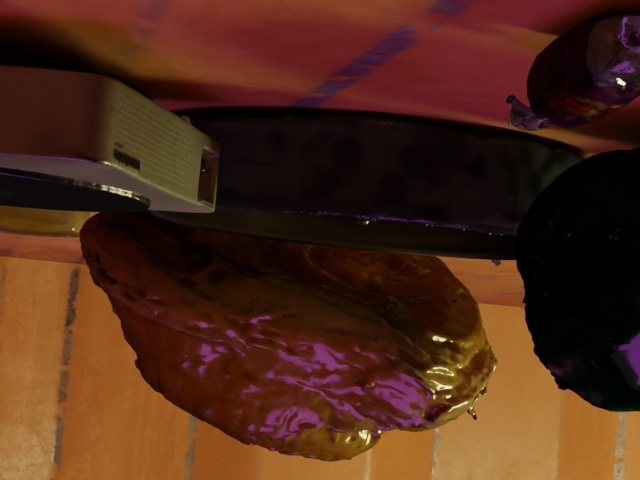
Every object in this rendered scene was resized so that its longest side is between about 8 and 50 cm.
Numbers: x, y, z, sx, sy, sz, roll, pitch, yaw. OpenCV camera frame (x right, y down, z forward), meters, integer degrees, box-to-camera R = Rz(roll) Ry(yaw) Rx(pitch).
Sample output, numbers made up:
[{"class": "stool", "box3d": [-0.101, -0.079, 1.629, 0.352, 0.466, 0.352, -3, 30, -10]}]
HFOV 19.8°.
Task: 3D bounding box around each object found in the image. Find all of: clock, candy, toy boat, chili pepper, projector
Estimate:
[{"class": "clock", "box3d": [0.033, -0.035, 1.299, 0.325, 0.067, 0.325, 5, 176, 0]}, {"class": "candy", "box3d": [0.125, -0.077, 0.822, 0.045, 0.043, 0.175, 8, 171, -13]}, {"class": "toy boat", "box3d": [-0.307, -0.038, 1.709, 0.200, 0.057, 0.077, 8, -179, -34]}, {"class": "chili pepper", "box3d": [0.201, 0.023, 1.140, 0.173, 0.165, 0.261, -28, 179, -20]}, {"class": "projector", "box3d": [-0.208, -0.067, 1.061, 0.259, 0.079, 0.257, 4, 175, 11]}]

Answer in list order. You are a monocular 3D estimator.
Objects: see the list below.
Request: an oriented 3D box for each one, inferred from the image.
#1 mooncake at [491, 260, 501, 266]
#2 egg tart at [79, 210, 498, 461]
[{"class": "mooncake", "box3d": [0.045, -0.010, 1.656, 0.346, 0.057, 0.150, 1, -173, 12]}, {"class": "egg tart", "box3d": [-0.033, 0.062, 1.490, 0.351, 0.153, 0.339, 15, -161, 0]}]
